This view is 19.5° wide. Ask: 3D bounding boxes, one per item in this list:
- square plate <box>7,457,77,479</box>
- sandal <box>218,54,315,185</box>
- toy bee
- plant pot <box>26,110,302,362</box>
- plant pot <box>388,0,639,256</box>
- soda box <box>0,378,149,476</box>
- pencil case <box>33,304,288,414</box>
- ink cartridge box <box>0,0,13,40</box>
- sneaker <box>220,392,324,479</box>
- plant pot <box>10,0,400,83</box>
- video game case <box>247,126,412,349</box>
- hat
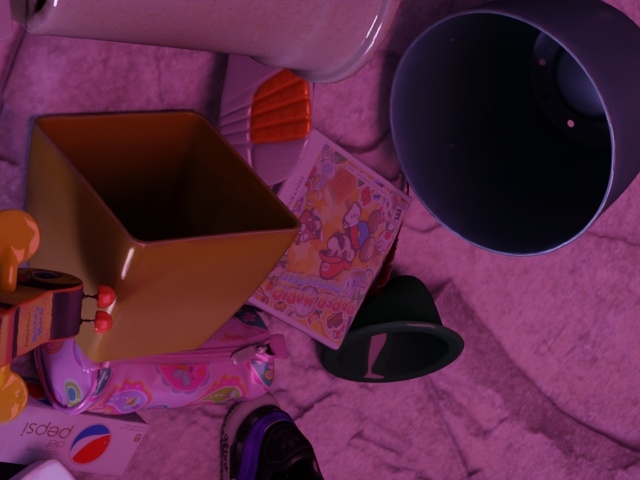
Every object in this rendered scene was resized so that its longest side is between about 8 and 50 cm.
[{"bbox_3d":[-0.375,0.413,2.084,0.344,0.049,0.347,-37,142,-7],"label":"square plate"},{"bbox_3d":[-0.048,-0.190,1.980,0.076,0.102,0.265,-44,139,-71],"label":"sandal"},{"bbox_3d":[-0.282,0.054,1.750,0.298,0.162,0.195,-74,170,-54],"label":"toy bee"},{"bbox_3d":[-0.184,0.005,1.914,0.212,0.212,0.187,-7,132,-40],"label":"plant pot"},{"bbox_3d":[0.263,-0.158,2.160,0.235,0.293,0.293,-32,137,-48],"label":"plant pot"},{"bbox_3d":[-0.296,0.202,2.035,0.216,0.069,0.074,16,107,-47],"label":"soda box"},{"bbox_3d":[-0.174,0.128,2.054,0.284,0.124,0.124,2,115,-44],"label":"pencil case"},{"bbox_3d":[-0.391,-0.208,1.599,0.208,0.153,0.086,-24,130,-31],"label":"ink cartridge box"},{"bbox_3d":[-0.048,0.340,2.301,0.102,0.146,0.293,-27,132,-27],"label":"sneaker"},{"bbox_3d":[-0.131,-0.302,1.688,0.306,0.334,0.333,-5,121,-27],"label":"plant pot"},{"bbox_3d":[0.000,0.000,2.146,0.227,0.026,0.206,32,82,-51],"label":"video game case"},{"bbox_3d":[0.091,0.058,2.333,0.208,0.183,0.173,-27,146,37],"label":"hat"}]
